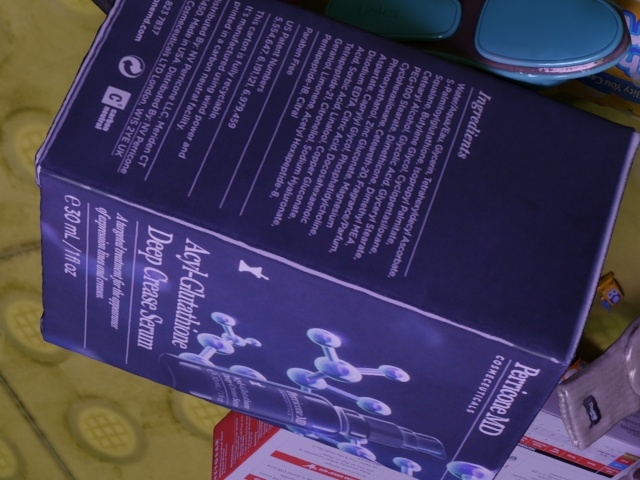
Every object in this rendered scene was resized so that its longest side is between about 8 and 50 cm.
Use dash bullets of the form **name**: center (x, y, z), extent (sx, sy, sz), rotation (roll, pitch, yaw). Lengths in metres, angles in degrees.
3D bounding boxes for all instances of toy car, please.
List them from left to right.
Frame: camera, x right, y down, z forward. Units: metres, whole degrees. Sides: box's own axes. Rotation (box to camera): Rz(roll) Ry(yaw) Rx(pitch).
- **toy car**: center (0.252, 0.090, 1.590), extent (0.040, 0.122, 0.060), rotation (52, 167, -26)

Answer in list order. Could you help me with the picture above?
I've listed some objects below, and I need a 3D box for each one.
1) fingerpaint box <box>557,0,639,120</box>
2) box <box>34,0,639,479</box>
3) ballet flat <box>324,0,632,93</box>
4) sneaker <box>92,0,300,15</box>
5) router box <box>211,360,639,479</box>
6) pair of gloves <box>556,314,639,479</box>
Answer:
- **fingerpaint box**: center (0.322, -0.258, 1.255), extent (0.444, 0.163, 0.371), rotation (22, 133, 11)
- **box**: center (0.000, 0.000, 1.325), extent (0.395, 0.212, 0.293), rotation (20, 152, 2)
- **ballet flat**: center (0.123, -0.148, 1.297), extent (0.247, 0.083, 0.087), rotation (7, 154, 25)
- **sneaker**: center (-0.070, -0.110, 1.548), extent (0.202, 0.185, 0.483), rotation (-34, 105, 35)
- **router box**: center (0.107, 0.197, 1.683), extent (0.335, 0.082, 0.301), rotation (22, 136, -25)
- **pair of gloves**: center (0.322, 0.166, 1.589), extent (0.042, 0.204, 0.240), rotation (31, 152, 56)
